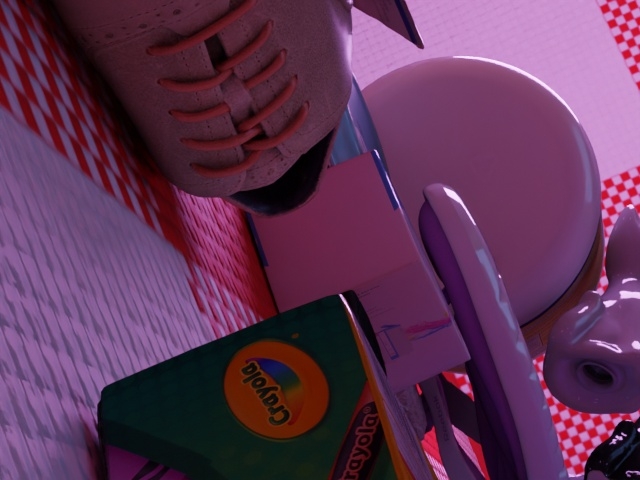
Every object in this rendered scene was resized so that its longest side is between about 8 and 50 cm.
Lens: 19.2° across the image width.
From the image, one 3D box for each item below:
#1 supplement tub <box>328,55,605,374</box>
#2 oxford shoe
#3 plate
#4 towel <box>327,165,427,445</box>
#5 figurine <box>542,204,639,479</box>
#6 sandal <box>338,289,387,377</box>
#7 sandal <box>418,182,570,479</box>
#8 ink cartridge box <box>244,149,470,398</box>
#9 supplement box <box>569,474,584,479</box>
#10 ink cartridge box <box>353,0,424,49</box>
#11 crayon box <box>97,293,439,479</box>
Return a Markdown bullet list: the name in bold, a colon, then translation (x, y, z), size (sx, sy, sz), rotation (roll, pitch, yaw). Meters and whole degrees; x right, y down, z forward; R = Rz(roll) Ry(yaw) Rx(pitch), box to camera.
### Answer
- **supplement tub**: translation (0.130, -0.009, 1.675), size (0.331, 0.241, 0.241), rotation (52, 15, -75)
- **oxford shoe**: translation (-0.038, -0.102, 0.784), size (0.397, 0.140, 0.146), rotation (43, 26, -79)
- **plate**: translation (0.024, -0.081, 1.426), size (0.188, 0.024, 0.188), rotation (-19, 90, -82)
- **towel**: translation (0.000, 0.000, 1.324), size (0.187, 0.049, 0.282), rotation (-106, 172, -56)
- **figurine**: translation (0.264, 0.102, 1.570), size (0.209, 0.092, 0.215), rotation (-59, 137, -50)
- **sandal**: translation (0.022, 0.118, 1.063), size (0.067, 0.040, 0.179), rotation (-34, 114, -80)
- **sandal**: translation (0.120, 0.157, 1.426), size (0.169, 0.102, 0.416), rotation (-119, -170, -64)
- **ink cartridge box**: translation (0.026, 0.032, 1.165), size (0.143, 0.090, 0.092), rotation (60, 8, -54)
- **supplement box**: translation (0.235, 0.324, 1.564), size (0.239, 0.073, 0.130), rotation (-109, -149, -43)
- **ink cartridge box**: translation (-0.050, -0.233, 1.004), size (0.333, 0.065, 0.165), rotation (38, -17, 42)
- **crayon box**: translation (0.035, 0.173, 0.541), size (0.165, 0.081, 0.278), rotation (-107, 172, -56)
